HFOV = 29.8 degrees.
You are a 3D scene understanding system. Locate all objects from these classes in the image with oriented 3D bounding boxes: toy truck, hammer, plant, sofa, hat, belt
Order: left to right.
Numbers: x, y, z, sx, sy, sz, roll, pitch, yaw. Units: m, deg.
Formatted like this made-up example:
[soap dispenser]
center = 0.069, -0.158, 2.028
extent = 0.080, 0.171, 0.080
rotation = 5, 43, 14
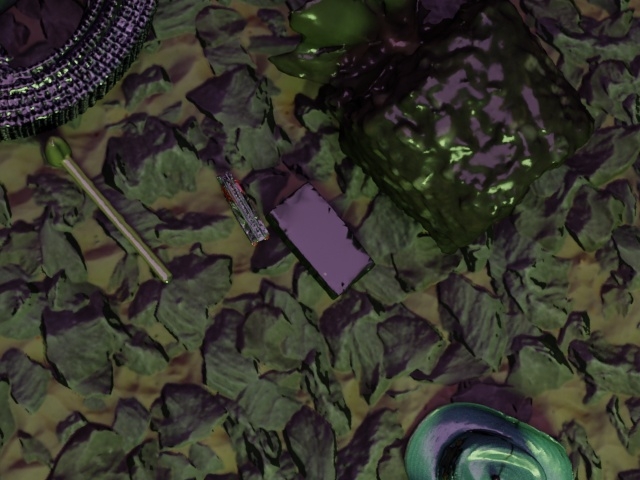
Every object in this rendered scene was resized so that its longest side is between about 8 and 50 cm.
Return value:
[belt]
center = -0.310, -0.252, 1.240
extent = 0.260, 0.122, 0.325
rotation = 41, 81, -7
[hammer]
center = -0.218, -0.033, 1.251
extent = 0.028, 0.060, 0.195
rotation = -42, 92, -12
[toy truck]
center = -0.083, -0.035, 1.278
extent = 0.024, 0.032, 0.083
rotation = -29, 85, -7
[sofa]
center = 0.000, 0.000, 1.280
extent = 0.060, 0.039, 0.118
rotation = -39, 88, -10
[plant]
center = 0.108, -0.158, 1.234
extent = 0.312, 0.213, 0.215
rotation = 45, 82, 4
[hat]
center = 0.182, 0.249, 1.243
extent = 0.191, 0.078, 0.138
rotation = 30, 80, -2
